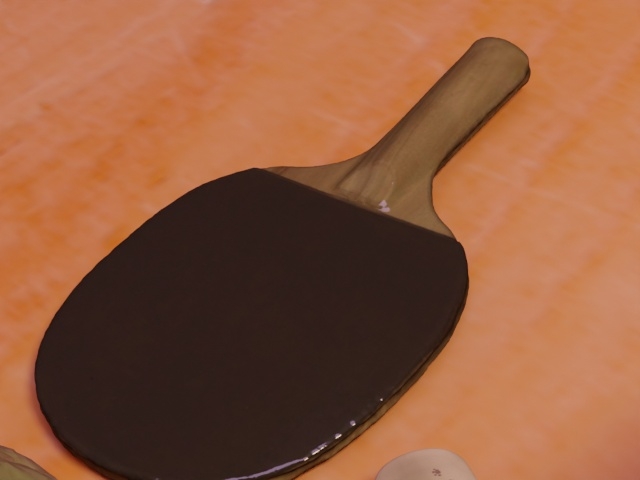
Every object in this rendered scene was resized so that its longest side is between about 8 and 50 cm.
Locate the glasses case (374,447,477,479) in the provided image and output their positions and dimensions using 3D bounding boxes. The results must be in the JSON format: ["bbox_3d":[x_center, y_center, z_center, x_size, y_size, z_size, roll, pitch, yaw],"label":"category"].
[{"bbox_3d":[0.041,0.095,0.510,0.032,0.021,0.083,-17,42,-9],"label":"glasses case"}]

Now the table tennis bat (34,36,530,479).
[{"bbox_3d":[0.000,0.000,0.627,0.138,0.022,0.246,22,52,32],"label":"table tennis bat"}]

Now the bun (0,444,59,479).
[{"bbox_3d":[-0.158,0.132,0.390,0.293,0.187,0.293,-4,43,4],"label":"bun"}]
